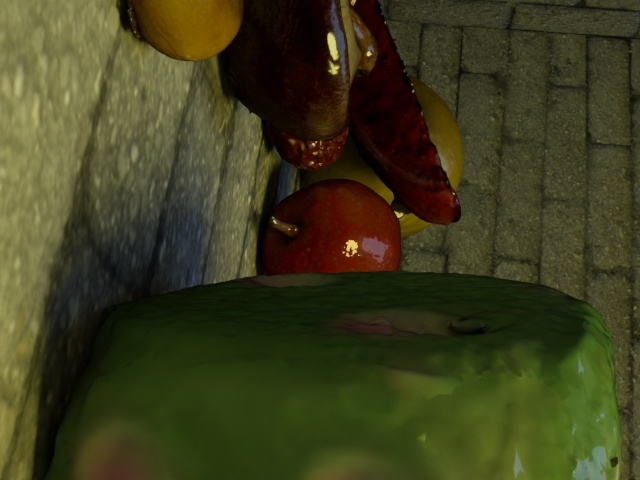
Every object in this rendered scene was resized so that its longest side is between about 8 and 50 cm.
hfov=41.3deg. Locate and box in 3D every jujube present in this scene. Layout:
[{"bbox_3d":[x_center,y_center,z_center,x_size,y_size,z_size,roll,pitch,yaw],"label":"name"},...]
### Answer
[{"bbox_3d":[-0.021,-0.168,1.053,0.112,0.109,0.176,55,-12,35],"label":"jujube"}]

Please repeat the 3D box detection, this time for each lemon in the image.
[{"bbox_3d":[0.106,-0.147,1.465,0.297,0.297,0.297,6,90,-84],"label":"lemon"}]

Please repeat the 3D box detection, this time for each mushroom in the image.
[{"bbox_3d":[-0.031,-0.212,0.812,0.194,0.138,0.232,35,48,-68],"label":"mushroom"}]

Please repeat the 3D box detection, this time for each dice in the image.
[{"bbox_3d":[0.027,0.193,0.561,0.330,0.318,0.323,-13,104,-72],"label":"dice"}]

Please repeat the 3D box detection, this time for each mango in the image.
[{"bbox_3d":[-0.091,-0.182,0.530,0.187,0.066,0.101,71,23,-57],"label":"mango"}]

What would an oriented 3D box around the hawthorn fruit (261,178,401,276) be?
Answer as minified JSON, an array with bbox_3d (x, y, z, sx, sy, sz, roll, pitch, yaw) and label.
[{"bbox_3d":[0.000,0.000,1.120,0.225,0.196,0.197,20,75,-57],"label":"hawthorn fruit"}]

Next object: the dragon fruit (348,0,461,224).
[{"bbox_3d":[0.093,-0.152,1.179,0.282,0.100,0.344,59,11,-71],"label":"dragon fruit"}]
